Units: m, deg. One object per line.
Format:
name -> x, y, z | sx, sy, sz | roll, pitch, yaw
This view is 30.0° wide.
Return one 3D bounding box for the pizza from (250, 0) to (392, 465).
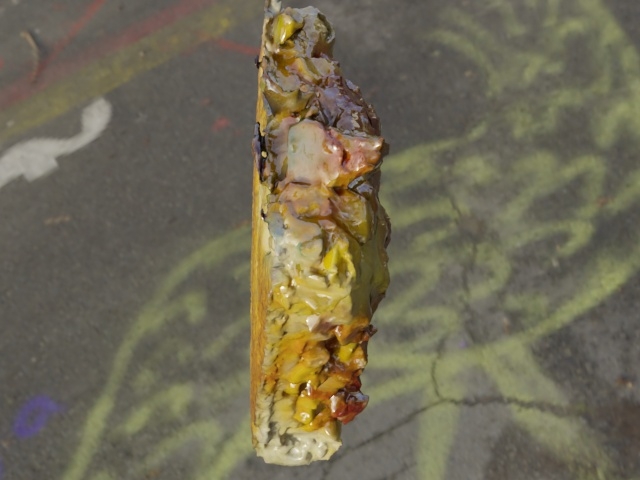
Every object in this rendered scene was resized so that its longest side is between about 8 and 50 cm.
pizza -> 0.000, 0.000, 0.676 | 0.081, 0.289, 0.229 | 2, 2, -3
